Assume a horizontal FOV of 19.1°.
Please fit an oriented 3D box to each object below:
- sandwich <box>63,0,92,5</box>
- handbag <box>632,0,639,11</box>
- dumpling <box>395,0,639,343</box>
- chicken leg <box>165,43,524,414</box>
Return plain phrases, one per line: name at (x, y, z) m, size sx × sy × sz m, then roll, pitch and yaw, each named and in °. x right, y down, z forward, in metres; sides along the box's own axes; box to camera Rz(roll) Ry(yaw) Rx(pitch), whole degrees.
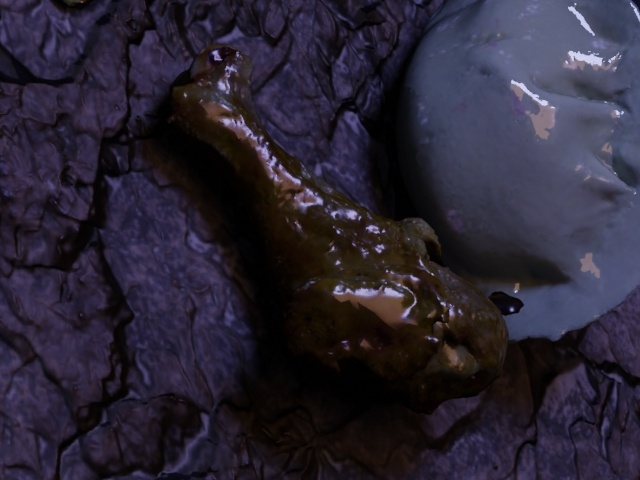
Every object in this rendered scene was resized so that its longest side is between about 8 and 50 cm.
sandwich at (-0.156, -0.301, 1.574) m, size 0.117 × 0.144 × 0.187 m, roll 48°, pitch 46°, yaw -10°
handbag at (0.290, -0.202, 1.956) m, size 0.211 × 0.089 × 0.254 m, roll -20°, pitch 88°, yaw -47°
dumpling at (0.195, -0.098, 1.755) m, size 0.270 × 0.212 × 0.320 m, roll -23°, pitch 102°, yaw -9°
chicken leg at (-0.002, 0.015, 1.572) m, size 0.361 × 0.140 × 0.211 m, roll 38°, pitch 28°, yaw -8°
